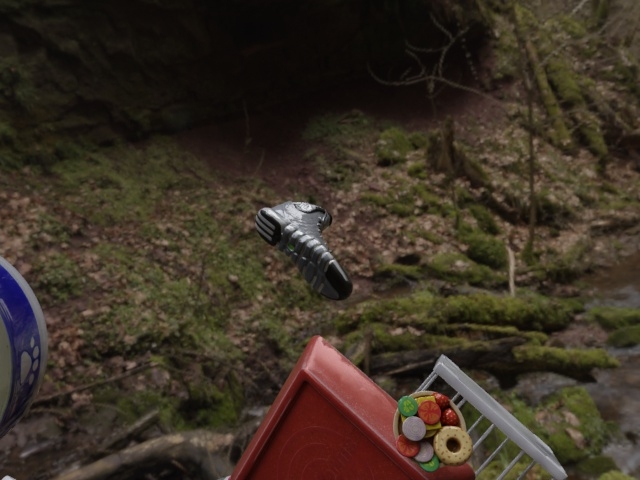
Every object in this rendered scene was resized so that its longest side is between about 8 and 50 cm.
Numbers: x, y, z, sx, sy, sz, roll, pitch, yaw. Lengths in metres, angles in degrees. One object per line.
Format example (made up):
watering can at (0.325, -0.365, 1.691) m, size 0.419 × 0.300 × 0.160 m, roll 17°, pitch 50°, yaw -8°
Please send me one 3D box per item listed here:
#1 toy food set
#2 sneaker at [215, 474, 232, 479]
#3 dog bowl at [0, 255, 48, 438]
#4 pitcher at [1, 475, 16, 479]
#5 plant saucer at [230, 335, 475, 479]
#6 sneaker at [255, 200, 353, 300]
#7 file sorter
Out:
toy food set at (0.117, 0.202, 0.634) m, size 0.082 × 0.083 × 0.020 m, roll -5°, pitch -26°, yaw -10°
sneaker at (-0.178, 0.548, 0.996) m, size 0.112 × 0.121 × 0.299 m, roll -27°, pitch 31°, yaw 30°
dog bowl at (-0.434, 0.121, 0.613) m, size 0.264 × 0.265 × 0.104 m, roll -17°, pitch 5°, yaw -8°
pitcher at (-0.471, 0.493, 1.078) m, size 0.177 × 0.207 × 0.125 m, roll 23°, pitch 64°, yaw 26°
plant saucer at (0.012, 0.295, 0.728) m, size 0.259 × 0.258 × 0.047 m, roll 38°, pitch 17°, yaw 28°
sneaker at (0.000, 0.000, 1.095) m, size 0.132 × 0.228 × 0.086 m, roll -33°, pitch -20°, yaw -43°
file sorter at (0.280, 0.378, 1.122) m, size 0.173 × 0.277 × 0.193 m, roll -49°, pitch -14°, yaw 3°
